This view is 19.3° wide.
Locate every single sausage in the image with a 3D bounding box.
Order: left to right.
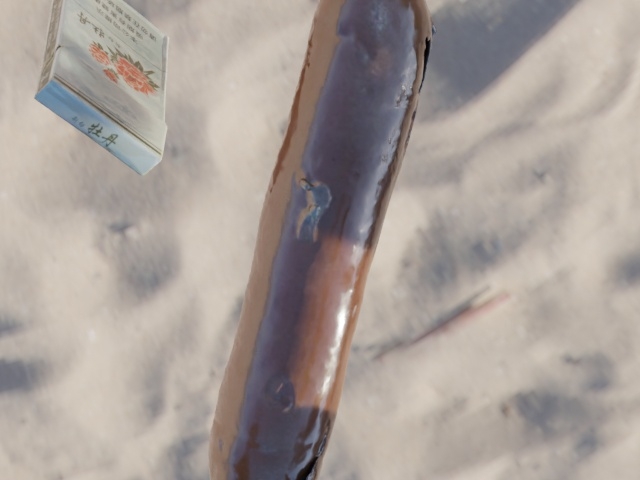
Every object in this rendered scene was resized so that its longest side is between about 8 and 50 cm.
[{"bbox_3d":[0.000,0.000,1.352,0.094,0.094,0.419,12,101,-15],"label":"sausage"}]

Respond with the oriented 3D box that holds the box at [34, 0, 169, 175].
[{"bbox_3d":[-0.169,-0.140,1.494,0.109,0.198,0.029,37,115,-24],"label":"box"}]
